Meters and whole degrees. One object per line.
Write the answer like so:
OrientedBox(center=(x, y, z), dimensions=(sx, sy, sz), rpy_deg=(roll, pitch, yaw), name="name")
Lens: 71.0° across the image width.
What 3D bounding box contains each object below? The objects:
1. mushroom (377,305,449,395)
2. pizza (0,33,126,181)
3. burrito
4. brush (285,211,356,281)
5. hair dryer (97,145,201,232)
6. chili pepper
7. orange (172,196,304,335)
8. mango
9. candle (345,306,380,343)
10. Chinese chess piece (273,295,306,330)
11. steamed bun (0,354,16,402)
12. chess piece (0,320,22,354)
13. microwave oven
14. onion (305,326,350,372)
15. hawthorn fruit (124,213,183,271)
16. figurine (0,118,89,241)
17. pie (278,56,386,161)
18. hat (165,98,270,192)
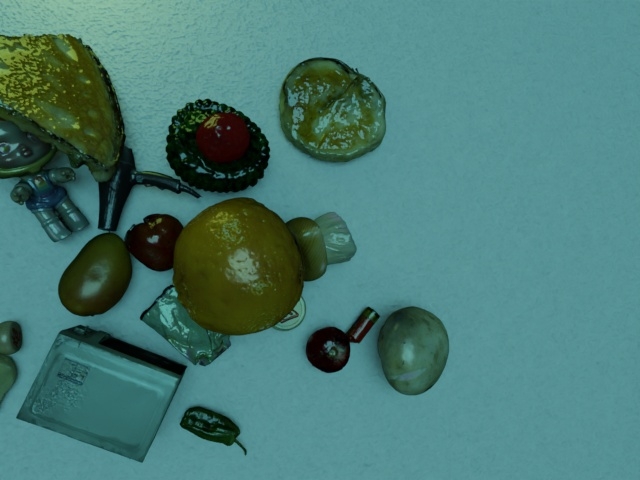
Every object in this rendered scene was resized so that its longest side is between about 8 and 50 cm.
OrientedBox(center=(0.256, 0.312, 1.258), dimensions=(0.184, 0.255, 0.254), rpy_deg=(0, 83, 32), name="mushroom")
OrientedBox(center=(-0.607, -0.315, 1.071), dimensions=(0.080, 0.435, 0.391), rpy_deg=(-33, 100, 29), name="pizza")
OrientedBox(center=(-0.350, 0.229, 1.195), dimensions=(0.229, 0.089, 0.144), rpy_deg=(45, 92, -3), name="burrito")
OrientedBox(center=(0.000, 0.000, 1.195), dimensions=(0.166, 0.266, 0.174), rpy_deg=(-23, 80, -11), name="brush")
OrientedBox(center=(-0.454, -0.125, 1.187), dimensions=(0.272, 0.091, 0.235), rpy_deg=(7, 84, -2), name="hair dryer")
OrientedBox(center=(-0.270, 0.504, 1.197), dimensions=(0.204, 0.073, 0.072), rpy_deg=(27, 67, -9), name="chili pepper")
OrientedBox(center=(-0.210, 0.070, 1.099), dimensions=(0.294, 0.341, 0.340), rpy_deg=(-21, 89, -26), name="orange")
OrientedBox(center=(-0.564, 0.090, 1.146), dimensions=(0.152, 0.120, 0.221), rpy_deg=(33, 73, -8), name="mango")
OrientedBox(center=(0.116, 0.255, 1.303), dimensions=(0.052, 0.052, 0.130), rpy_deg=(41, 80, -5), name="candle")
OrientedBox(center=(-0.101, 0.194, 1.264), dimensions=(0.122, 0.051, 0.121), rpy_deg=(1, 85, -11), name="Chinese chess piece")
OrientedBox(center=(-0.859, 0.352, 1.071), dimensions=(0.212, 0.110, 0.231), rpy_deg=(-40, 96, -12), name="steamed bun")
OrientedBox(center=(-0.772, 0.240, 1.108), dimensions=(0.038, 0.084, 0.083), rpy_deg=(-7, 86, -12), name="chess piece")
OrientedBox(center=(-0.514, 0.363, 1.100), dimensions=(0.295, 0.181, 0.237), rpy_deg=(24, 83, -8), name="microwave oven")
OrientedBox(center=(0.021, 0.302, 1.247), dimensions=(0.131, 0.131, 0.131), rpy_deg=(1, 85, -11), name="onion")
OrientedBox(center=(-0.417, 0.015, 1.175), dimensions=(0.148, 0.148, 0.171), rpy_deg=(-30, 107, -12), name="hawthorn fruit")
OrientedBox(center=(-0.742, -0.173, 1.107), dimensions=(0.225, 0.205, 0.381), rpy_deg=(-20, 104, -36), name="figurine")
OrientedBox(center=(0.039, -0.388, 1.334), dimensions=(0.340, 0.077, 0.338), rpy_deg=(1, 87, -15), name="pie")
OrientedBox(center=(-0.256, -0.254, 1.131), dimensions=(0.275, 0.332, 0.242), rpy_deg=(1, 87, -14), name="hat")
